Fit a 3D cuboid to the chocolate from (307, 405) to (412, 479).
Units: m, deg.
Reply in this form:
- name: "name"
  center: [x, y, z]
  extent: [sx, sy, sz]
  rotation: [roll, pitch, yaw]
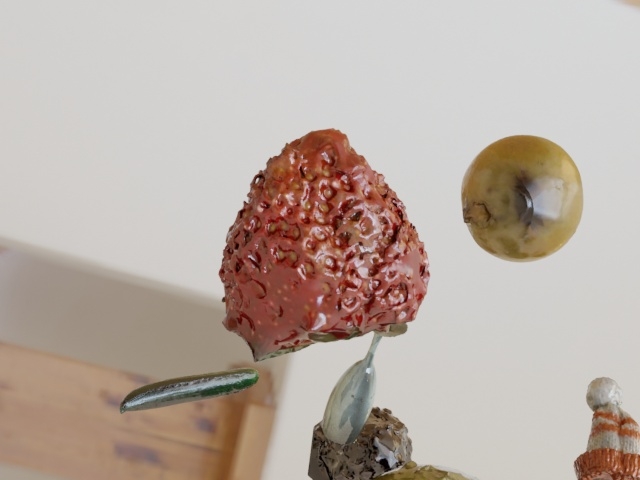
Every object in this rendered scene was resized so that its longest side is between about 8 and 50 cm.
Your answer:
- name: "chocolate"
  center: [0.065, 0.293, 2.021]
  extent: [0.156, 0.156, 0.133]
  rotation: [13, 171, -3]

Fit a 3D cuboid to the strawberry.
- name: "strawberry"
  center: [0.000, 0.000, 1.293]
  extent: [0.186, 0.202, 0.184]
  rotation: [4, -158, 27]

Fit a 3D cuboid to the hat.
- name: "hat"
  center: [0.385, 0.258, 1.944]
  extent: [0.093, 0.162, 0.112]
  rotation: [20, 143, -13]

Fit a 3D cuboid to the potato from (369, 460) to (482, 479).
- name: "potato"
  center: [0.129, 0.382, 1.748]
  extent: [0.219, 0.270, 0.359]
  rotation: [32, -156, 20]

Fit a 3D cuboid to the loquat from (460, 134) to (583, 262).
- name: "loquat"
  center: [0.239, -0.050, 1.731]
  extent: [0.163, 0.163, 0.137]
  rotation: [17, 155, -21]

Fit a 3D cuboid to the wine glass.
- name: "wine glass"
  center: [0.051, 0.171, 1.847]
  extent: [0.066, 0.066, 0.198]
  rotation: [14, 126, -8]

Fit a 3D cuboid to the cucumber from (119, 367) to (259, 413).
- name: "cucumber"
  center: [-0.154, 0.176, 1.747]
  extent: [0.184, 0.033, 0.036]
  rotation: [-7, 145, -27]
